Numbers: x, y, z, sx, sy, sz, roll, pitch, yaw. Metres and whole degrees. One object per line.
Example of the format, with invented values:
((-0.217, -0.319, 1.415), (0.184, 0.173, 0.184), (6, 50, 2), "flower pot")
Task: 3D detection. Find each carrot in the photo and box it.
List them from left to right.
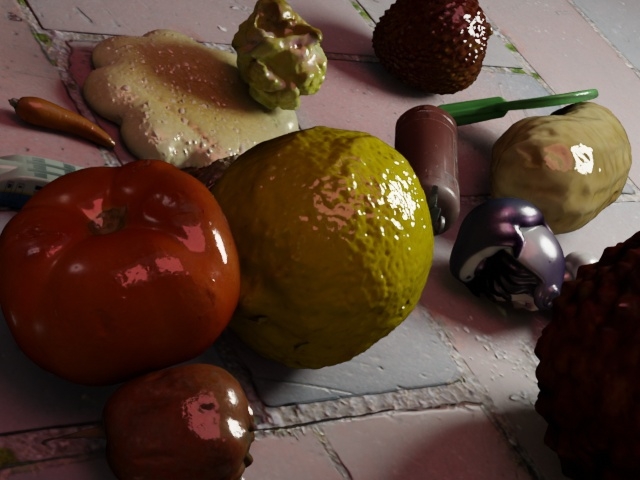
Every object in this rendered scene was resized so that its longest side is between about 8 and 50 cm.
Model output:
((-0.317, -0.147, 1.661), (0.142, 0.035, 0.035), (20, 35, -25), "carrot")

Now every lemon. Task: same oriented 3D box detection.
((0.000, 0.000, 1.514), (0.268, 0.268, 0.322), (34, 38, 4), "lemon")

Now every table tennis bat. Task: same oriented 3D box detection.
((0.304, -0.212, 2.106), (0.257, 0.039, 0.160), (-9, 5, 8), "table tennis bat")

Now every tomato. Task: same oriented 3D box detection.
((-0.206, 0.036, 1.360), (0.260, 0.180, 0.259), (-4, 35, 3), "tomato")

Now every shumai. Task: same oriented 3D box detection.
((-0.153, -0.048, 1.591), (0.105, 0.123, 0.139), (13, 50, -8), "shumai")

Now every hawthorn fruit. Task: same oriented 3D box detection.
((-0.145, 0.179, 1.273), (0.189, 0.149, 0.149), (21, 35, -22), "hawthorn fruit")

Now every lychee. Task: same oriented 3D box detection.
((0.184, -0.325, 2.153), (0.194, 0.194, 0.194), (21, 35, -16), "lychee")
((0.492, 0.182, 1.552), (0.500, 0.424, 0.424), (19, 29, 21), "lychee")

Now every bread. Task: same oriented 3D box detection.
((-0.168, -0.186, 1.812), (0.316, 0.054, 0.316), (20, 37, -16), "bread")

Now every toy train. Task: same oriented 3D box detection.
((-0.338, -0.067, 1.521), (0.234, 0.051, 0.052), (13, 34, -26), "toy train")

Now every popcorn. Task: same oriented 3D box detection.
((-0.055, -0.250, 1.827), (0.126, 0.126, 0.145), (-2, 65, -8), "popcorn")

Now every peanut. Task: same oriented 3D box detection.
((0.364, -0.114, 2.042), (0.192, 0.169, 0.387), (13, 20, 26), "peanut")

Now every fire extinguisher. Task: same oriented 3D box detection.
((0.148, -0.087, 1.886), (0.105, 0.104, 0.269), (24, 35, -12), "fire extinguisher")

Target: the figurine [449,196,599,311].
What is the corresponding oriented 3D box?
((0.280, 0.028, 1.810), (0.222, 0.145, 0.145), (20, 35, -25), "figurine")
